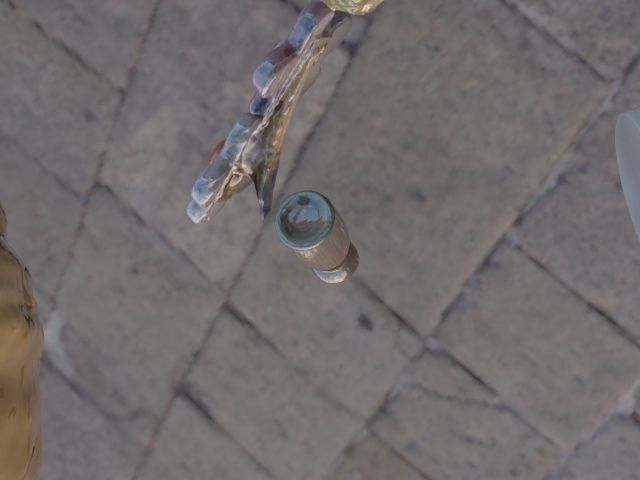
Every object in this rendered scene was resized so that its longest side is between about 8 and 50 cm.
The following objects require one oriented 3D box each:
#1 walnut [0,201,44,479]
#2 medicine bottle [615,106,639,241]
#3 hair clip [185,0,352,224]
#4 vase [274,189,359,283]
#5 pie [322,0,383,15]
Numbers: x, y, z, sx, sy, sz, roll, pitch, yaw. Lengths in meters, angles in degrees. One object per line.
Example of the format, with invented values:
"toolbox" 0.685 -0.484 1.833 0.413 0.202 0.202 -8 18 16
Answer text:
"walnut" -0.305 0.053 0.658 0.381 0.381 0.381 24 136 25
"medicine bottle" 0.301 -0.056 0.853 0.250 0.131 0.131 -16 120 0
"hair clip" -0.048 -0.116 1.457 0.075 0.146 0.257 31 109 17
"vase" 0.000 0.000 1.272 0.053 0.053 0.100 25 168 23
"pie" 0.035 -0.282 1.202 0.179 0.084 0.205 2 82 59
